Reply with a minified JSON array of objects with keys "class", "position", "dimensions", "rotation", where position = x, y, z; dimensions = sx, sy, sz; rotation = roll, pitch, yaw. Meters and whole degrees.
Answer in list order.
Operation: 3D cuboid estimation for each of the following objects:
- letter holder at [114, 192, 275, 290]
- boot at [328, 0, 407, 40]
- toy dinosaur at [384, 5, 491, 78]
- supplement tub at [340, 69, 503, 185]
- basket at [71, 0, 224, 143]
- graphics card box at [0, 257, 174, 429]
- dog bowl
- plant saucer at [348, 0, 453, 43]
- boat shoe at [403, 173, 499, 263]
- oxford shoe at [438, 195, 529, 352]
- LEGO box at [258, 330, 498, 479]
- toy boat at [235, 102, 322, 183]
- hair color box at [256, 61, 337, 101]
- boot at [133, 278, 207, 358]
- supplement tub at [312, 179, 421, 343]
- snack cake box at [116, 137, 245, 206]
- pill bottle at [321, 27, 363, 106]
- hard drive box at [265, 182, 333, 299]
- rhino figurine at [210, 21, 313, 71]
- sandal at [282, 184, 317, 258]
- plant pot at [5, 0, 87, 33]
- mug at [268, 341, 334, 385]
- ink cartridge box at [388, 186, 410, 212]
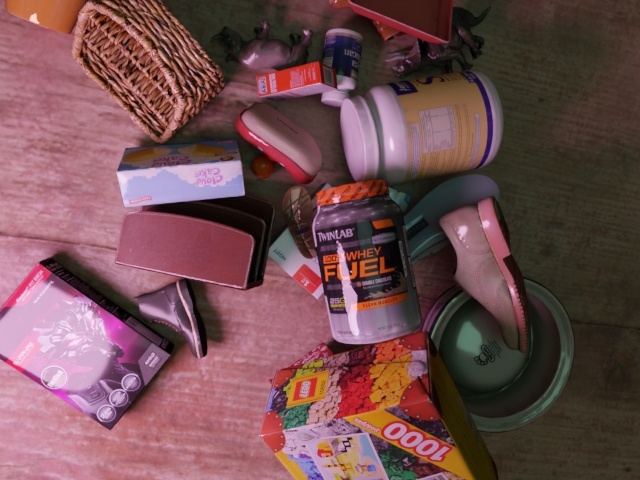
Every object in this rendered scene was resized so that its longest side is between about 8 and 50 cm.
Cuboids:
[{"class":"letter holder","position":[-0.273,-0.025,1.135],"dimensions":[0.302,0.152,0.214],"rotation":[11,91,7]},{"class":"boot","position":[0.132,-0.566,1.237],"dimensions":[0.197,0.073,0.152],"rotation":[-21,93,-11]},{"class":"toy dinosaur","position":[0.330,-0.512,1.258],"dimensions":[0.313,0.121,0.160],"rotation":[-46,106,-1]},{"class":"supplement tub","position":[0.234,-0.265,1.198],"dimensions":[0.332,0.241,0.240],"rotation":[-12,96,-9]},{"class":"basket","position":[-0.389,-0.392,1.095],"dimensions":[0.223,0.213,0.299],"rotation":[-43,100,-5]},{"class":"graphics card box","position":[-0.567,0.243,1.176],"dimensions":[0.371,0.094,0.232],"rotation":[39,87,-11]},{"class":"dog bowl","position":[0.446,0.281,1.324],"dimensions":[0.408,0.150,0.407],"rotation":[-1,95,-10]},{"class":"plant saucer","position":[0.192,-0.597,1.191],"dimensions":[0.259,0.048,0.258],"rotation":[15,66,-13]},{"class":"boat shoe","position":[0.288,-0.027,1.279],"dimensions":[0.367,0.156,0.135],"rotation":[-37,73,4]},{"class":"oxford shoe","position":[0.396,0.092,1.180],"dimensions":[0.147,0.140,0.396],"rotation":[-15,105,25]},{"class":"LEGO box","position":[0.157,0.481,1.130],"dimensions":[0.373,0.193,0.500],"rotation":[-20,118,20]},{"class":"toy boat","position":[-0.113,-0.213,1.211],"dimensions":[0.231,0.151,0.151],"rotation":[35,118,-10]},{"class":"hair color box","position":[-0.055,-0.372,1.175],"dimensions":[0.167,0.093,0.053],"rotation":[-5,95,26]},{"class":"boot","position":[-0.365,0.206,1.225],"dimensions":[0.137,0.077,0.197],"rotation":[-17,84,-4]},{"class":"supplement tub","position":[0.098,0.045,1.117],"dimensions":[0.207,0.207,0.337],"rotation":[-11,90,-9]},{"class":"snack cake box","position":[-0.314,-0.160,1.148],"dimensions":[0.265,0.152,0.089],"rotation":[-7,120,-10]},{"class":"pill bottle","position":[0.048,-0.421,1.228],"dimensions":[0.094,0.094,0.169],"rotation":[8,93,-10]},{"class":"hard drive box","position":[0.000,0.000,1.256],"dimensions":[0.181,0.089,0.232],"rotation":[41,87,-10]},{"class":"rhino figurine","position":[-0.143,-0.465,1.204],"dimensions":[0.243,0.073,0.106],"rotation":[5,91,-9]},{"class":"sandal","position":[-0.044,-0.043,1.180],"dimensions":[0.072,0.049,0.180],"rotation":[-17,110,-2]},{"class":"plant pot","position":[-0.582,-0.560,1.069],"dimensions":[0.205,0.205,0.187],"rotation":[20,106,-11]},{"class":"mug","position":[-0.029,0.355,1.286],"dimensions":[0.169,0.150,0.113],"rotation":[-38,63,-9]},{"class":"ink cartridge box","position":[0.188,-0.110,1.309],"dimensions":[0.083,0.028,0.048],"rotation":[21,90,-11]}]
